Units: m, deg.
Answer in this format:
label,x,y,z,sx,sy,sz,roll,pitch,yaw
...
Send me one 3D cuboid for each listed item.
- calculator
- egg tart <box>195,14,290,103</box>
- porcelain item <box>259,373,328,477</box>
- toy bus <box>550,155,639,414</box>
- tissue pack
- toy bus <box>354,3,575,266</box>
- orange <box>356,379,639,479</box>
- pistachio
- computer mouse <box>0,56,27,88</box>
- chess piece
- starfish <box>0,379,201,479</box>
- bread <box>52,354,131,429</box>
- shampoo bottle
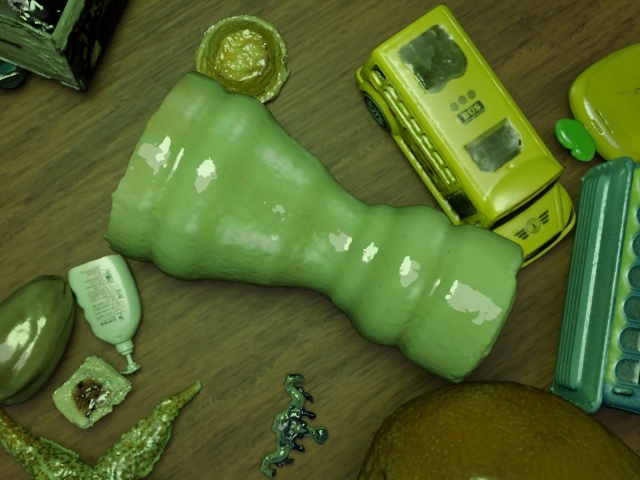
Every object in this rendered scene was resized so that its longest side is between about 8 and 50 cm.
label,x,y,z,sx,sy,sz,roll,pitch,yaw
calculator,0.411,-0.179,1.058,0.235,0.032,0.146,-32,86,-16
egg tart,-0.103,-0.234,1.042,0.129,0.049,0.128,0,86,-2
porcelain item,-0.025,0.244,1.037,0.075,0.021,0.136,17,87,-6
toy bus,0.411,0.067,1.005,0.190,0.152,0.312,10,86,-4
tissue pack,-0.313,-0.388,0.945,0.210,0.198,0.370,23,78,-4
toy bus,0.191,-0.119,1.001,0.144,0.152,0.330,-35,90,-6
orange,0.216,0.327,0.908,0.357,0.322,0.322,22,86,-10
pistachio,-0.371,0.125,0.987,0.185,0.126,0.108,-50,132,-6
computer mouse,-0.429,-0.241,1.024,0.135,0.047,0.079,39,70,3
chess piece,0.000,0.000,0.942,0.442,0.234,0.234,25,86,0
starfish,-0.278,0.314,0.998,0.347,0.078,0.357,30,86,1
bread,-0.287,0.189,1.001,0.070,0.035,0.083,35,67,26
shampoo bottle,-0.260,0.096,1.018,0.077,0.045,0.151,-21,90,-2
